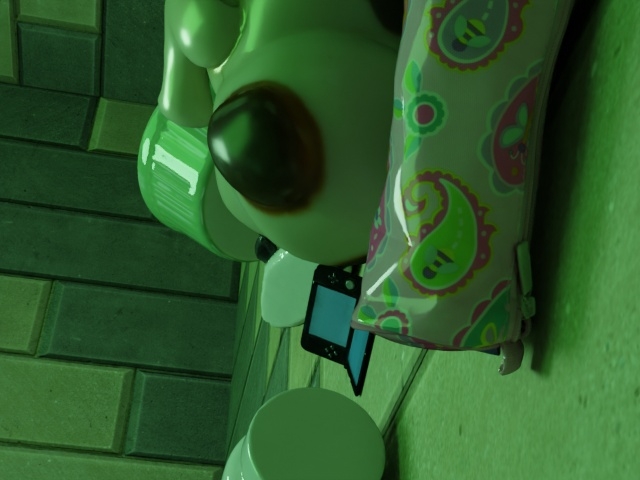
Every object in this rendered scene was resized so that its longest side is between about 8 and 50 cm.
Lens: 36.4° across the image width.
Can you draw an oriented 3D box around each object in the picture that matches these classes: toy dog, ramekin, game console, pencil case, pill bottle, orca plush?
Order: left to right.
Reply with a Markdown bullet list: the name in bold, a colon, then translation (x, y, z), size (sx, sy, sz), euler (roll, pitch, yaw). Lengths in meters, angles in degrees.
- **ramekin**: translation (-0.111, -0.114, 1.489), size (0.148, 0.303, 0.303), euler (36, 125, 40)
- **pill bottle**: translation (-0.031, 0.285, 1.015), size (0.283, 0.160, 0.160), euler (106, 169, -46)
- **orca plush**: translation (0.000, 0.000, 1.305), size (0.102, 0.151, 0.287), euler (-44, -27, -47)
- **game console**: translation (0.021, 0.105, 1.162), size (0.071, 0.107, 0.122), euler (-37, -38, -60)
- **toy dog**: translation (0.028, -0.175, 0.849), size (0.395, 0.284, 0.408), euler (-10, 66, 43)
- **pencil case**: translation (0.097, -0.063, 0.628), size (0.124, 0.124, 0.284), euler (-144, 61, -81)
